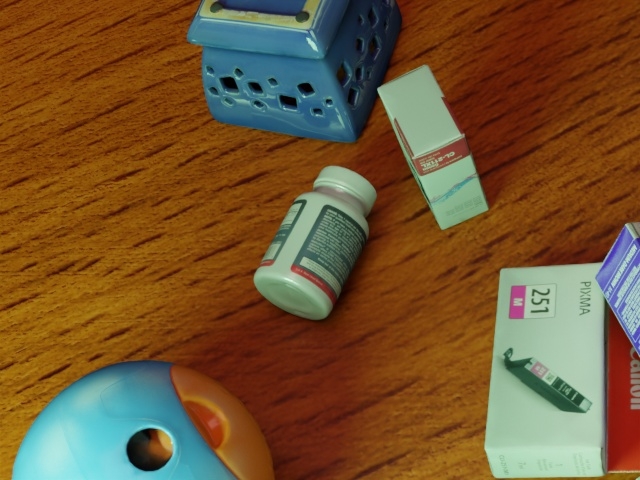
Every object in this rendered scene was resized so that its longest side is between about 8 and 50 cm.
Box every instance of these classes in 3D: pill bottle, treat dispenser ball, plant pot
[{"bbox_3d":[0.000,0.000,1.636,0.108,0.108,0.180,17,65,24],"label":"pill bottle"},{"bbox_3d":[-0.193,0.275,1.407,0.288,0.288,0.288,-7,57,11],"label":"treat dispenser ball"},{"bbox_3d":[-0.041,-0.298,1.771,0.236,0.212,0.236,10,63,21],"label":"plant pot"}]

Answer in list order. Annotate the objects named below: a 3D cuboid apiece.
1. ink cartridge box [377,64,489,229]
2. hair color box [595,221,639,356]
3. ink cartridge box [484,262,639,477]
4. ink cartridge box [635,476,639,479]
[{"bbox_3d":[0.145,-0.114,1.626,0.072,0.175,0.127,-25,55,3],"label":"ink cartridge box"},{"bbox_3d":[0.460,0.126,1.381,0.185,0.110,0.339,-6,52,-22],"label":"hair color box"},{"bbox_3d":[0.316,0.140,1.446,0.239,0.060,0.275,-5,44,18],"label":"ink cartridge box"},{"bbox_3d":[0.436,0.313,1.343,0.109,0.062,0.209,-30,56,-6],"label":"ink cartridge box"}]
